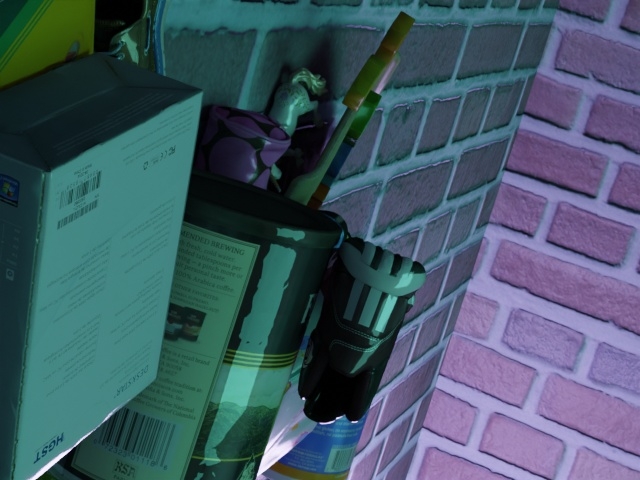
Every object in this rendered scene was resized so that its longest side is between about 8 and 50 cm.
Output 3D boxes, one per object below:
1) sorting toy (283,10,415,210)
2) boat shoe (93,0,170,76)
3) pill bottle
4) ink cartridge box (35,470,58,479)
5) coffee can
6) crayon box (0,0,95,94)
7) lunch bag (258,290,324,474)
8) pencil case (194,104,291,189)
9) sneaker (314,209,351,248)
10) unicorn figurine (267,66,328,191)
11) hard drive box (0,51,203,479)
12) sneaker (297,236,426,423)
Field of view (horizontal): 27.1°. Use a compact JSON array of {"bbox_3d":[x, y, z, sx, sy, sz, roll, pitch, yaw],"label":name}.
[{"bbox_3d":[0.026,-0.114,1.508,0.229,0.041,0.307,-57,180,-32],"label":"sorting toy"},{"bbox_3d":[-0.159,-0.158,1.027,0.066,0.066,0.183,-1,101,-67],"label":"boat shoe"},{"bbox_3d":[0.000,0.178,1.747,0.152,0.152,0.272,-17,125,-69],"label":"pill bottle"},{"bbox_3d":[-0.156,0.317,1.245,0.097,0.255,0.188,-58,160,-33],"label":"ink cartridge box"},{"bbox_3d":[-0.119,0.086,1.188,0.201,0.202,0.275,-8,118,-71],"label":"coffee can"},{"bbox_3d":[-0.231,-0.053,0.881,0.165,0.081,0.278,-47,152,-50],"label":"crayon box"},{"bbox_3d":[-0.061,0.163,1.476,0.224,0.108,0.279,-37,163,-38],"label":"lunch bag"},{"bbox_3d":[-0.088,-0.030,1.338,0.098,0.095,0.209,0,116,-35],"label":"pencil case"},{"bbox_3d":[0.000,0.000,1.507,0.078,0.067,0.188,-32,171,-16],"label":"sneaker"},{"bbox_3d":[-0.041,-0.117,1.455,0.111,0.060,0.161,39,58,-66],"label":"unicorn figurine"},{"bbox_3d":[-0.170,0.018,0.853,0.181,0.089,0.232,-39,146,-58],"label":"hard drive box"},{"bbox_3d":[0.020,0.095,1.259,0.281,0.106,0.162,87,24,-81],"label":"sneaker"}]
